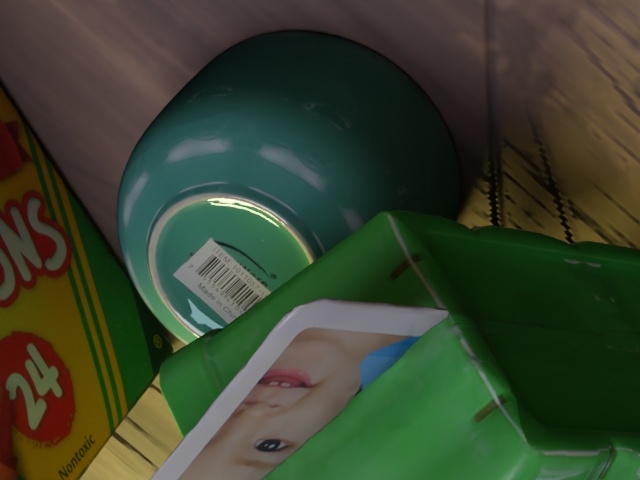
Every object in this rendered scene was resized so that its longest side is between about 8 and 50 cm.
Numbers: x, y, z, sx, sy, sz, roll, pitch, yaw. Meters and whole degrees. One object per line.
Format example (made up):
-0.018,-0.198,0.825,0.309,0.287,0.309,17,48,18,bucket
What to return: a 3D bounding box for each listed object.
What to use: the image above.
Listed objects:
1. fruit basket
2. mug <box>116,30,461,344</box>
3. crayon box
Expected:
0.028,0.161,0.668,0.353,0.327,0.165,-58,46,24,fruit basket
-0.005,-0.008,0.708,0.158,0.097,0.129,4,120,21,mug
-0.209,-0.016,0.725,0.081,0.202,0.318,-23,109,31,crayon box
